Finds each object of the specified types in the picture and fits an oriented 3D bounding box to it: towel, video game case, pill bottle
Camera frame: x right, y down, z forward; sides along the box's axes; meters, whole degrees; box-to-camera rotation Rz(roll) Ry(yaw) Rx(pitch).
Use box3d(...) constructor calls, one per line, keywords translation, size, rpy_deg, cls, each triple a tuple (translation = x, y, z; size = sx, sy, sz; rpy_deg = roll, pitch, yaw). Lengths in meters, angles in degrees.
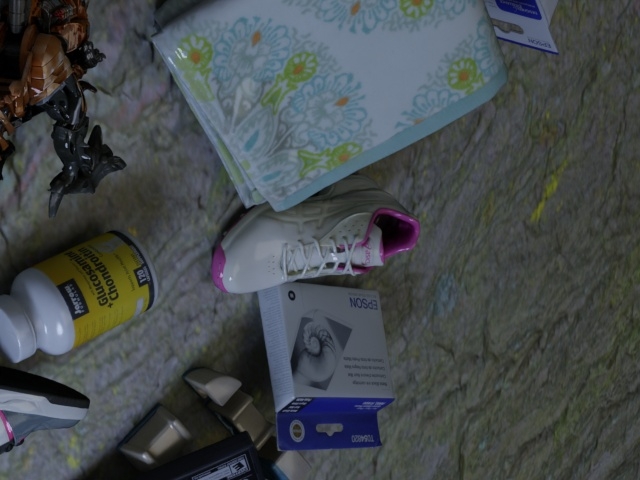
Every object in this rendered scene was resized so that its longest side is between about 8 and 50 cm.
box3d(translation=(0.019, -0.223, 1.624), size=(0.374, 0.090, 0.320), rpy_deg=(-30, 135, 0), cls="towel")
box3d(translation=(-0.191, 0.383, 1.766), size=(0.275, 0.035, 0.248), rpy_deg=(-22, 132, -10), cls="video game case")
box3d(translation=(-0.280, 0.066, 1.541), size=(0.184, 0.103, 0.103), rpy_deg=(-28, 129, -36), cls="pill bottle")

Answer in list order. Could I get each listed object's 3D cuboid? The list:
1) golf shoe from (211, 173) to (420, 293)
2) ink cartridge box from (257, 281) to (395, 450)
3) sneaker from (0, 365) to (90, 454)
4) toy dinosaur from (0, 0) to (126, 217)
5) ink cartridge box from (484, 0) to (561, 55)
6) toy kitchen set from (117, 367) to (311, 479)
box3d(translation=(0.000, 0.000, 1.787), size=(0.306, 0.140, 0.115), rpy_deg=(-25, 128, -36), cls="golf shoe")
box3d(translation=(0.015, 0.171, 1.876), size=(0.223, 0.045, 0.224), rpy_deg=(7, 71, -49), cls="ink cartridge box")
box3d(translation=(-0.394, 0.231, 1.484), size=(0.295, 0.124, 0.178), rpy_deg=(10, 97, -41), cls="sneaker")
box3d(translation=(-0.296, -0.149, 1.336), size=(0.322, 0.164, 0.218), rpy_deg=(-49, 152, -44), cls="toy dinosaur")
box3d(translation=(0.204, -0.398, 1.768), size=(0.069, 0.176, 0.371), rpy_deg=(-51, 139, -18), cls="ink cartridge box")
box3d(translation=(-0.150, 0.281, 1.816), size=(0.166, 0.122, 0.207), rpy_deg=(-47, 117, -19), cls="toy kitchen set")
